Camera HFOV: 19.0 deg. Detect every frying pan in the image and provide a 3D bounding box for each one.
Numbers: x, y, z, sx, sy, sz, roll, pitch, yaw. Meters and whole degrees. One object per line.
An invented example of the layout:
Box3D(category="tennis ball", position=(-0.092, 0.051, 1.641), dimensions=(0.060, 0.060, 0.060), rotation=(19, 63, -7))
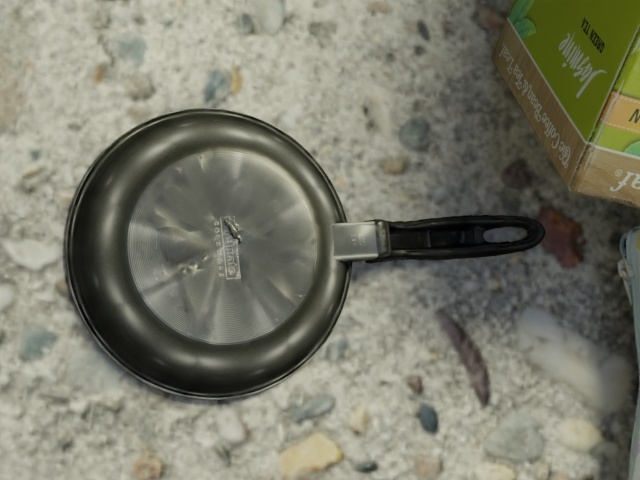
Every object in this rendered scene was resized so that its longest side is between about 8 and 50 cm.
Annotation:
Box3D(category="frying pan", position=(-0.010, 0.027, 1.285), dimensions=(0.326, 0.053, 0.197), rotation=(19, 78, -12))

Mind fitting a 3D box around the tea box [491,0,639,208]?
Box3D(category="tea box", position=(0.337, -0.178, 1.265), dimensions=(0.329, 0.220, 0.323), rotation=(12, 117, -16))

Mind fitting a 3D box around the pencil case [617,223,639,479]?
Box3D(category="pencil case", position=(0.268, 0.118, 1.329), dimensions=(0.124, 0.113, 0.273), rotation=(5, 82, -20))
